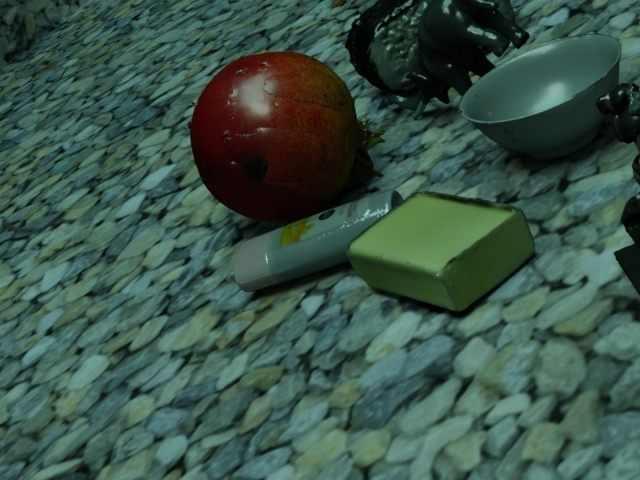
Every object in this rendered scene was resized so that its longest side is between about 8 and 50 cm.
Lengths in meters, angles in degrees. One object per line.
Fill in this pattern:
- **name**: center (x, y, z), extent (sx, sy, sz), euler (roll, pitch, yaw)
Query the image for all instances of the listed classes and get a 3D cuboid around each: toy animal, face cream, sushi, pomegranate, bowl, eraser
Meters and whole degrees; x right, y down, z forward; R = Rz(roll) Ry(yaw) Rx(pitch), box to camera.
- **toy animal**: center (0.169, -0.212, 1.695), extent (0.082, 0.137, 0.269), euler (-46, -11, -30)
- **face cream**: center (0.000, 0.000, 1.524), extent (0.198, 0.057, 0.084), euler (-18, 25, 20)
- **sushi**: center (0.145, -0.294, 1.882), extent (0.225, 0.124, 0.127), euler (-31, 24, -6)
- **pomegranate**: center (-0.042, -0.124, 1.662), extent (0.235, 0.210, 0.210), euler (7, 10, -25)
- **bowl**: center (0.253, -0.145, 1.511), extent (0.189, 0.086, 0.189), euler (-22, 24, 10)
- **eraser**: center (0.118, 0.008, 1.378), extent (0.117, 0.058, 0.172), euler (-38, 25, -22)

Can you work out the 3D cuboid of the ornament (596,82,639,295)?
- **ornament**: center (0.303, -0.055, 1.138), extent (0.153, 0.196, 0.166), euler (-26, 25, 6)
